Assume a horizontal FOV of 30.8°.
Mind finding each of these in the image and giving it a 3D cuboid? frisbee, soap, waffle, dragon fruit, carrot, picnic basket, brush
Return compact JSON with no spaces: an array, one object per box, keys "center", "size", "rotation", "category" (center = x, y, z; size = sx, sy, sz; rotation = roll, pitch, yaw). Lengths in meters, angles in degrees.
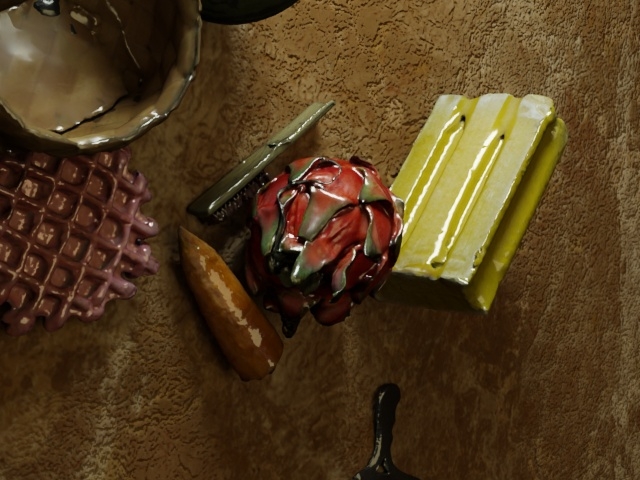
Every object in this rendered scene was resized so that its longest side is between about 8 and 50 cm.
[{"center":[0.076,0.324,1.588],"size":[0.187,0.012,0.211],"rotation":[-36,117,-36],"category":"frisbee"},{"center":[0.192,-0.055,1.560],"size":[0.091,0.199,0.315],"rotation":[53,56,-40],"category":"soap"},{"center":[-0.272,-0.016,1.207],"size":[0.234,0.055,0.221],"rotation":[-25,107,-38],"category":"waffle"},{"center":[0.000,0.000,1.370],"size":[0.193,0.192,0.274],"rotation":[58,27,2],"category":"dragon fruit"},{"center":[-0.113,0.067,1.355],"size":[0.072,0.072,0.205],"rotation":[-45,119,-33],"category":"carrot"},{"center":[-0.215,-0.249,1.052],"size":[0.293,0.337,0.337],"rotation":[-31,113,-36],"category":"picnic basket"},{"center":[-0.065,-0.096,1.415],"size":[0.248,0.043,0.036],"rotation":[-45,128,-34],"category":"brush"}]

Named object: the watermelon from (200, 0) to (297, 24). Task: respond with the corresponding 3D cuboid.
[{"center":[-0.094,-0.338,1.261],"size":[0.212,0.212,0.212],"rotation":[-2,94,-44],"category":"watermelon"}]
